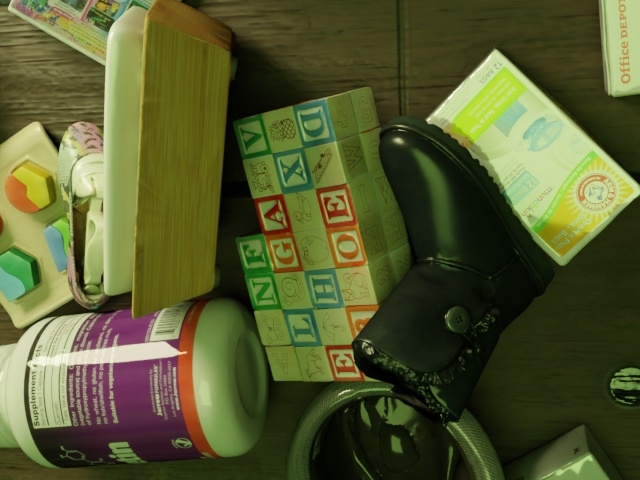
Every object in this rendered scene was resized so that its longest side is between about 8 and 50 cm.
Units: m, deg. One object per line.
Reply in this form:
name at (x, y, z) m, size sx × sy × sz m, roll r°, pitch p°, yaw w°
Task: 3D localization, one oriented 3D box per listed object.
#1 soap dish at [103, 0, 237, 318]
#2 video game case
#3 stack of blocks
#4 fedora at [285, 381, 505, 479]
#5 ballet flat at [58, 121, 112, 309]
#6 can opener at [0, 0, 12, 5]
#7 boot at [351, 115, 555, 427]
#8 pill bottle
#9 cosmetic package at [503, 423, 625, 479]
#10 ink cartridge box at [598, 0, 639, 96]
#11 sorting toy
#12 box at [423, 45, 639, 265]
soap dish at (-0.154, -0.096, 0.865) m, size 0.118 × 0.229 × 0.291 m, roll 4°, pitch 111°, yaw -8°
video game case at (-0.242, -0.276, 0.918) m, size 0.157 × 0.019 × 0.143 m, roll 29°, pitch 110°, yaw -19°
stack of blocks at (0.000, 0.000, 0.899) m, size 0.171 × 0.087 × 0.297 m, roll -6°, pitch 103°, yaw 38°
fedora at (0.091, 0.270, 0.962) m, size 0.243 × 0.124 × 0.275 m, roll -27°, pitch 91°, yaw 15°
ballet flat at (-0.261, -0.029, 0.963) m, size 0.077 × 0.079 × 0.221 m, roll -1°, pitch 92°, yaw -25°
can opener at (-0.328, -0.398, 0.901) m, size 0.093 × 0.074 × 0.280 m, roll 14°, pitch 107°, yaw 9°
boot at (0.098, 0.031, 0.796) m, size 0.246 × 0.094 × 0.207 m, roll 48°, pitch 66°, yaw -15°
pill bottle at (-0.233, 0.171, 0.974) m, size 0.323 × 0.181 × 0.181 m, roll -8°, pitch 103°, yaw 14°
cosmetic package at (0.323, 0.341, 0.956) m, size 0.117 × 0.085 × 0.231 m, roll -33°, pitch 94°, yaw 17°
ink cartridge box at (0.355, -0.207, 0.816) m, size 0.150 × 0.063 × 0.109 m, roll -6°, pitch 103°, yaw 13°
sorting toy at (-0.367, -0.013, 1.028) m, size 0.193 × 0.038 × 0.208 m, roll -29°, pitch 97°, yaw 17°
box at (0.215, -0.090, 0.854) m, size 0.203 × 0.103 × 0.114 m, roll 44°, pitch 109°, yaw -2°
